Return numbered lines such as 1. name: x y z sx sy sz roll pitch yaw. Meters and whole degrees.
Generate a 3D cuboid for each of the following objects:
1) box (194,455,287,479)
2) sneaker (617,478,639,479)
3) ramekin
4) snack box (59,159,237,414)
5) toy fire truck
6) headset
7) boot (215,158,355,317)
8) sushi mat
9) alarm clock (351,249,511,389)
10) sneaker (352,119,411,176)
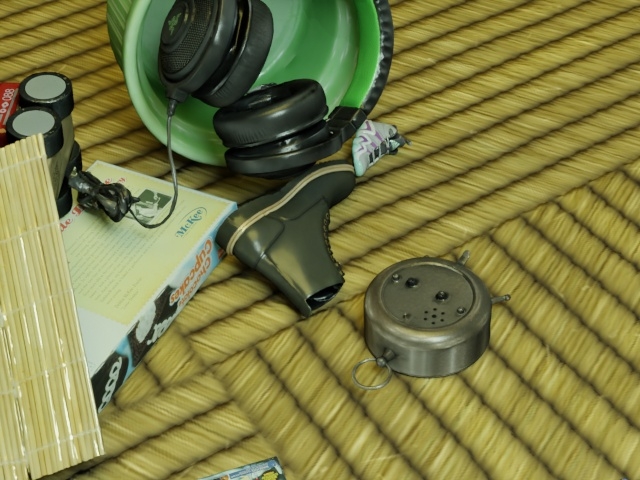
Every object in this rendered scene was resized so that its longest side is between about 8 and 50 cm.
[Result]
1. box: -0.088 0.250 1.070 0.137 0.027 0.094 -15 45 -13
2. sneaker: 0.335 0.230 1.024 0.221 0.087 0.083 -8 43 -6
3. ramekin: -0.104 -0.253 1.430 0.303 0.303 0.148 -19 37 -17
4. snack box: -0.243 0.049 1.275 0.187 0.060 0.322 18 46 21
5. toy fire truck: -0.390 -0.092 1.261 0.246 0.158 0.217 3 44 0
6. headset: -0.097 -0.166 1.311 0.394 0.243 0.185 -47 29 -17
7. boot: 0.000 0.000 1.324 0.137 0.077 0.198 43 53 19
8. sushi mat: -0.299 0.068 1.135 0.151 0.019 0.316 -14 80 6
9. alarm clock: 0.097 0.084 1.219 0.129 0.064 0.192 26 53 28
10. sneaker: 0.074 -0.112 1.447 0.069 0.038 0.098 2 43 7
